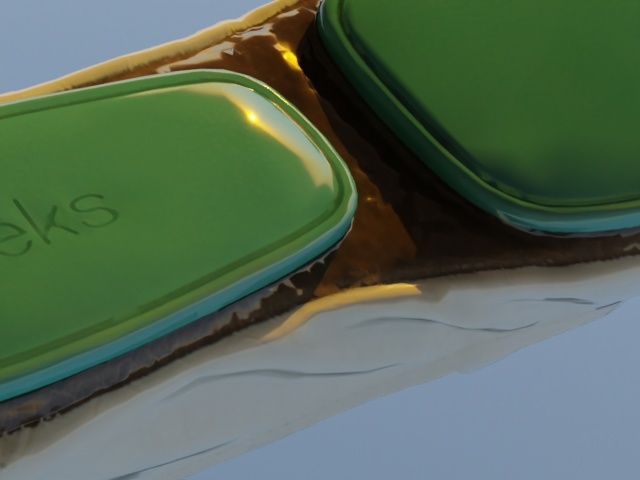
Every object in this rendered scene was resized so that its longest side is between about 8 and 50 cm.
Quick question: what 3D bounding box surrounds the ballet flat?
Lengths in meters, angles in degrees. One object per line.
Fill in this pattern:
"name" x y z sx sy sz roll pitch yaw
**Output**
"ballet flat" 0.000 0.000 0.553 0.400 0.139 0.139 -19 -130 -36
